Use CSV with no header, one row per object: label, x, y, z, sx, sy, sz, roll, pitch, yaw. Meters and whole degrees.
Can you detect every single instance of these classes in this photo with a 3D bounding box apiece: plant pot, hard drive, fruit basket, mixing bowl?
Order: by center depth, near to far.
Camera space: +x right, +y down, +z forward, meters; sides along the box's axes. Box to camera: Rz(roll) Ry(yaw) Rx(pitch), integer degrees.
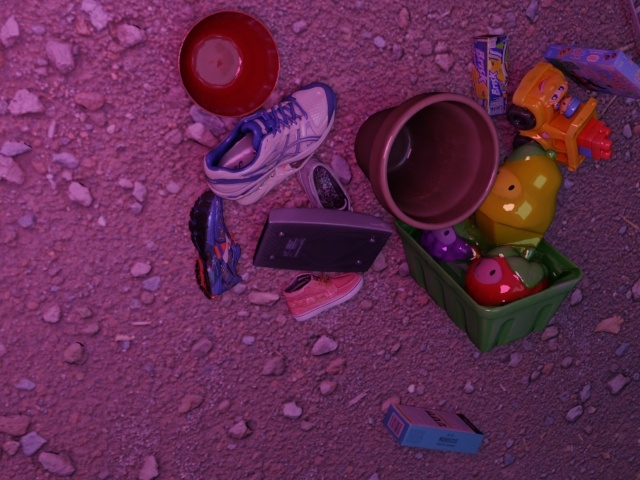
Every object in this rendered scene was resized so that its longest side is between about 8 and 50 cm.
mixing bowl,-0.173,-0.315,1.172,0.182,0.098,0.181,-8,110,-22
plant pot,0.184,-0.174,1.309,0.263,0.229,0.262,-8,111,-21
hard drive,0.000,0.000,1.334,0.255,0.054,0.172,4,144,-17
fruit basket,0.353,-0.014,1.363,0.283,0.392,0.391,-17,114,-19

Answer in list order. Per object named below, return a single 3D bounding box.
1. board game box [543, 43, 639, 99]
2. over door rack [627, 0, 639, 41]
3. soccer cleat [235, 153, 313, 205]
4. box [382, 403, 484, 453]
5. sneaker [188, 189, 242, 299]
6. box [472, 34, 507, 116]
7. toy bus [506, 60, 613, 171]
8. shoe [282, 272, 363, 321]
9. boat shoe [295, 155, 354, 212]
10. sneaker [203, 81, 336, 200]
board game box,0.620,-0.372,1.450,0.160,0.211,0.039,25,97,-29
over door rack,0.759,-0.462,1.435,0.108,0.324,0.239,-21,121,25
soccer cleat,-0.090,-0.140,1.284,0.196,0.076,0.068,-42,119,-6
box,0.286,0.476,1.657,0.244,0.100,0.060,16,102,-28
sneaker,-0.202,0.004,1.292,0.087,0.083,0.221,-17,120,-33
box,0.368,-0.358,1.427,0.054,0.059,0.168,-14,113,-21
toy bus,0.536,-0.257,1.428,0.149,0.211,0.220,-49,139,-14
shoe,0.006,0.100,1.418,0.178,0.063,0.081,-28,122,-9
boat shoe,0.024,-0.073,1.356,0.079,0.081,0.227,-37,119,-9
sneaker,-0.085,-0.190,1.195,0.296,0.131,0.112,-44,77,-7
